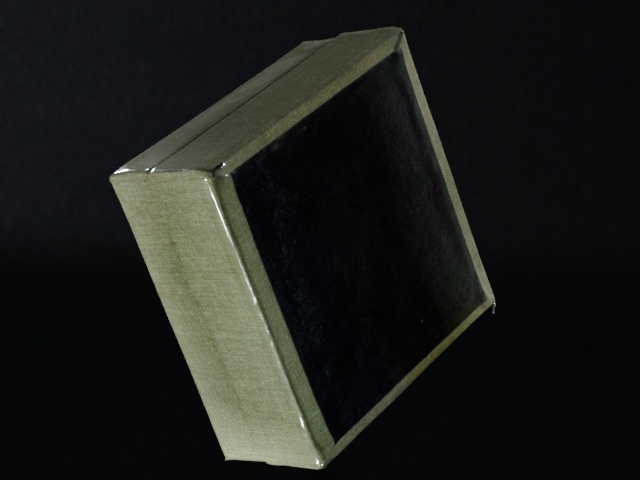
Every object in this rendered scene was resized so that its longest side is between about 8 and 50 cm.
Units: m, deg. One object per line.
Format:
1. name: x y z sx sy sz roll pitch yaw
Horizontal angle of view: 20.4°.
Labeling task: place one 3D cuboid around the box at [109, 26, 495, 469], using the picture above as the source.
1. box: 0.000 0.000 0.429 0.035 0.079 0.083 -1 -152 42
